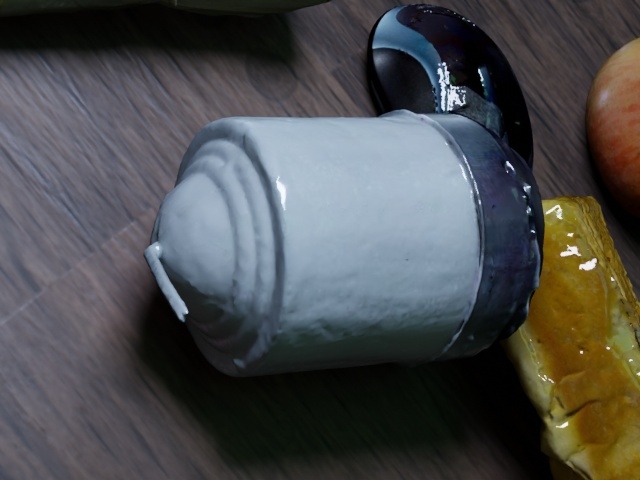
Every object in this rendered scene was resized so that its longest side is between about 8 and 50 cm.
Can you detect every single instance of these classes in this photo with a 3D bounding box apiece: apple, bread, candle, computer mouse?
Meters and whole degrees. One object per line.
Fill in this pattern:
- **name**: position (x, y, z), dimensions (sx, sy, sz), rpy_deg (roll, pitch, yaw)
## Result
- **apple**: position (0.370, -0.118, 1.534), dimensions (0.209, 0.164, 0.209), rpy_deg (4, 76, -17)
- **bread**: position (0.238, 0.104, 1.368), dimensions (0.132, 0.167, 0.294), rpy_deg (-21, 85, 9)
- **candle**: position (0.000, 0.000, 1.235), dimensions (0.342, 0.221, 0.221), rpy_deg (-1, 71, -30)
- **computer mouse**: position (0.132, -0.129, 1.442), dimensions (0.137, 0.096, 0.233), rpy_deg (-13, 77, -35)

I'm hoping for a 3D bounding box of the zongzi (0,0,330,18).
- **zongzi**: position (-0.184, -0.361, 1.268), dimensions (0.393, 0.174, 0.356), rpy_deg (-8, 94, -28)
